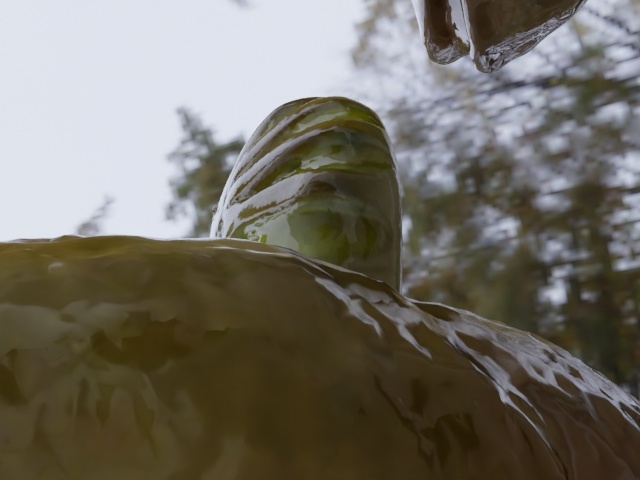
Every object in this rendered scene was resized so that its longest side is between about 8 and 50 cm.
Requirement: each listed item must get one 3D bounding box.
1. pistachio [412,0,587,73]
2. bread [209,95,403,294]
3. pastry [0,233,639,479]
[{"bbox_3d":[0.095,-0.213,0.894,0.213,0.163,0.260,36,-115,-61],"label":"pistachio"},{"bbox_3d":[0.000,0.000,0.793,0.083,0.094,0.157,8,-115,-13],"label":"bread"},{"bbox_3d":[-0.064,0.105,0.523,0.356,0.356,0.163,15,-112,-38],"label":"pastry"}]
